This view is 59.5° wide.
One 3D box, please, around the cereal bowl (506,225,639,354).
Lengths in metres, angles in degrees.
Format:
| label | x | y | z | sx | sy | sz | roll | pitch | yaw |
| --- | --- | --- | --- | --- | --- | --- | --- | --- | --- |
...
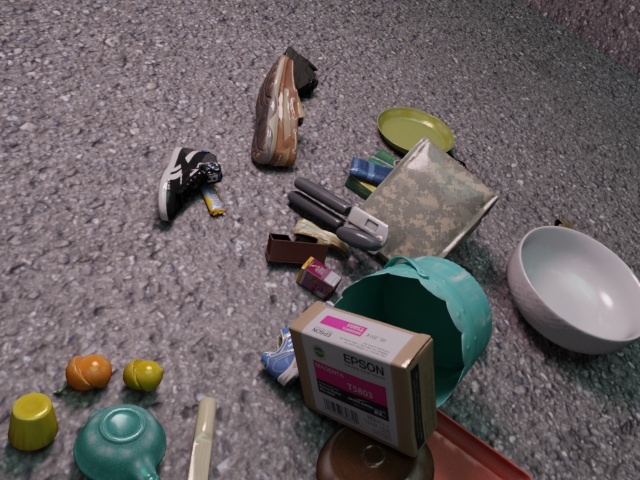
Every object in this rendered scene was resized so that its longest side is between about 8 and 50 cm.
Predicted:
| label | x | y | z | sx | sy | sz | roll | pitch | yaw |
| --- | --- | --- | --- | --- | --- | --- | --- | --- | --- |
| cereal bowl | 0.595 | 0.132 | 1.343 | 0.340 | 0.141 | 0.338 | 11 | 46 | -12 |

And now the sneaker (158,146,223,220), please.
| label | x | y | z | sx | sy | sz | roll | pitch | yaw |
| --- | --- | --- | --- | --- | --- | --- | --- | --- | --- |
| sneaker | -0.283 | -0.132 | 1.251 | 0.121 | 0.079 | 0.216 | 3 | 50 | -1 |

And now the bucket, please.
| label | x | y | z | sx | sy | sz | roll | pitch | yaw |
| --- | --- | --- | --- | --- | --- | --- | --- | --- | --- |
| bucket | 0.174 | 0.164 | 1.051 | 0.281 | 0.281 | 0.183 | 44 | 34 | 19 |

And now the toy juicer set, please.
| label | x | y | z | sx | sy | sz | roll | pitch | yaw |
| --- | --- | --- | --- | --- | --- | --- | --- | --- | --- |
| toy juicer set | -0.292 | 0.290 | 0.886 | 0.329 | 0.089 | 0.209 | 20 | 32 | 8 |

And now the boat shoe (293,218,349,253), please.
| label | x | y | z | sx | sy | sz | roll | pitch | yaw |
| --- | --- | --- | --- | --- | --- | --- | --- | --- | --- |
| boat shoe | 0.000 | 0.000 | 1.293 | 0.136 | 0.050 | 0.045 | 27 | 69 | 1 |

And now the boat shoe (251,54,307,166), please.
| label | x | y | z | sx | sy | sz | roll | pitch | yaw |
| --- | --- | --- | --- | --- | --- | --- | --- | --- | --- |
| boat shoe | -0.101 | -0.335 | 1.477 | 0.117 | 0.123 | 0.324 | 16 | 70 | -26 |

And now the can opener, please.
| label | x | y | z | sx | sy | sz | roll | pitch | yaw |
| --- | --- | --- | --- | --- | --- | --- | --- | --- | --- |
| can opener | 0.031 | -0.061 | 1.284 | 0.284 | 0.075 | 0.095 | 33 | 16 | 26 |

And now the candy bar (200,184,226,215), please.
| label | x | y | z | sx | sy | sz | roll | pitch | yaw |
| --- | --- | --- | --- | --- | --- | --- | --- | --- | --- |
| candy bar | -0.262 | -0.117 | 1.309 | 0.040 | 0.018 | 0.161 | -9 | 53 | -28 |

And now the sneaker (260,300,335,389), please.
| label | x | y | z | sx | sy | sz | roll | pitch | yaw |
| --- | --- | --- | --- | --- | --- | --- | --- | --- | --- |
| sneaker | -0.034 | 0.184 | 1.083 | 0.081 | 0.080 | 0.211 | 33 | 45 | 7 |

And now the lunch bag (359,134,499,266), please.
| label | x | y | z | sx | sy | sz | roll | pitch | yaw |
| --- | --- | --- | --- | --- | --- | --- | --- | --- | --- |
| lunch bag | 0.238 | -0.057 | 1.341 | 0.235 | 0.169 | 0.287 | 43 | 83 | 13 |

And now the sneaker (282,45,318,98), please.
| label | x | y | z | sx | sy | sz | roll | pitch | yaw |
| --- | --- | --- | --- | --- | --- | --- | --- | --- | --- |
| sneaker | -0.073 | -0.467 | 1.649 | 0.130 | 0.109 | 0.286 | 24 | 48 | -12 |

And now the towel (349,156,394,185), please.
| label | x | y | z | sx | sy | sz | roll | pitch | yaw |
| --- | --- | --- | --- | --- | --- | --- | --- | --- | --- |
| towel | 0.136 | -0.177 | 1.457 | 0.120 | 0.029 | 0.067 | 17 | 46 | -6 |

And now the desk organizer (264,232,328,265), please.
| label | x | y | z | sx | sy | sz | roll | pitch | yaw |
| --- | --- | --- | --- | --- | --- | --- | --- | --- | --- |
| desk organizer | -0.052 | 0.019 | 1.235 | 0.130 | 0.050 | 0.047 | 6 | 19 | -18 |

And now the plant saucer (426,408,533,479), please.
| label | x | y | z | sx | sy | sz | roll | pitch | yaw |
| --- | --- | --- | --- | --- | --- | --- | --- | --- | --- |
| plant saucer | 0.215 | 0.443 | 0.972 | 0.259 | 0.047 | 0.258 | 34 | 46 | 11 |

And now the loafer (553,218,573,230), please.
| label | x | y | z | sx | sy | sz | roll | pitch | yaw |
| --- | --- | --- | --- | --- | --- | --- | --- | --- | --- |
| loafer | 0.678 | -0.012 | 1.572 | 0.050 | 0.056 | 0.148 | 25 | 35 | 2 |

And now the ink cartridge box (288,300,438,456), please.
| label | x | y | z | sx | sy | sz | roll | pitch | yaw |
| --- | --- | --- | --- | --- | --- | --- | --- | --- | --- |
| ink cartridge box | 0.072 | 0.228 | 0.945 | 0.235 | 0.193 | 0.088 | 13 | 36 | 37 |

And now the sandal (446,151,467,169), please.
| label | x | y | z | sx | sy | sz | roll | pitch | yaw |
| --- | --- | --- | --- | --- | --- | --- | --- | --- | --- |
| sandal | 0.398 | -0.219 | 1.653 | 0.067 | 0.040 | 0.179 | -8 | 53 | -28 |

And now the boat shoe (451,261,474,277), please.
| label | x | y | z | sx | sy | sz | roll | pitch | yaw |
| --- | --- | --- | --- | --- | --- | --- | --- | --- | --- |
| boat shoe | 0.344 | 0.144 | 1.282 | 0.076 | 0.080 | 0.228 | 6 | 40 | -15 |

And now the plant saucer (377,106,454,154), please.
| label | x | y | z | sx | sy | sz | roll | pitch | yaw |
| --- | --- | --- | --- | --- | --- | --- | --- | --- | --- |
| plant saucer | 0.283 | -0.320 | 1.690 | 0.241 | 0.037 | 0.240 | 8 | 44 | -8 |

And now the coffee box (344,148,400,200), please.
| label | x | y | z | sx | sy | sz | roll | pitch | yaw |
| --- | --- | --- | --- | --- | --- | --- | --- | --- | --- |
| coffee box | 0.160 | -0.171 | 1.512 | 0.113 | 0.040 | 0.184 | 39 | 47 | 14 |

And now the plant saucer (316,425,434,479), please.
| label | x | y | z | sx | sy | sz | roll | pitch | yaw |
| --- | --- | --- | --- | --- | --- | --- | --- | --- | --- |
| plant saucer | 0.089 | 0.367 | 0.936 | 0.199 | 0.036 | 0.198 | -6 | 33 | 4 |

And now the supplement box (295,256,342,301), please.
| label | x | y | z | sx | sy | sz | roll | pitch | yaw |
| --- | --- | --- | --- | --- | --- | --- | --- | --- | --- |
| supplement box | -0.003 | 0.083 | 1.205 | 0.083 | 0.055 | 0.043 | 34 | 46 | 9 |
